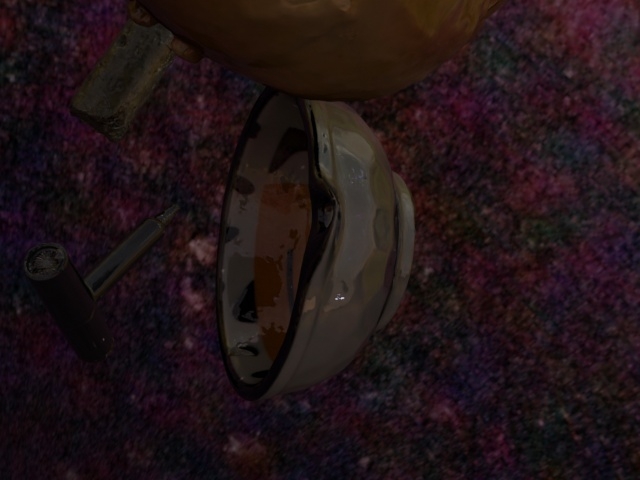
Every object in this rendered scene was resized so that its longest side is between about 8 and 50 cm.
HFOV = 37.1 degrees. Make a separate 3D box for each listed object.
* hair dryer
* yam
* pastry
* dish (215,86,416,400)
[{"bbox_3d":[-0.215,0.011,0.997,0.050,0.173,0.195,24,63,18],"label":"hair dryer"},{"bbox_3d":[-0.228,-0.208,1.154,0.078,0.078,0.179,33,78,-1],"label":"yam"},{"bbox_3d":[-0.015,-0.282,0.592,0.245,0.409,0.409,0,49,27],"label":"pastry"},{"bbox_3d":[0.000,0.000,0.822,0.120,0.303,0.303,7,59,-21],"label":"dish"}]
